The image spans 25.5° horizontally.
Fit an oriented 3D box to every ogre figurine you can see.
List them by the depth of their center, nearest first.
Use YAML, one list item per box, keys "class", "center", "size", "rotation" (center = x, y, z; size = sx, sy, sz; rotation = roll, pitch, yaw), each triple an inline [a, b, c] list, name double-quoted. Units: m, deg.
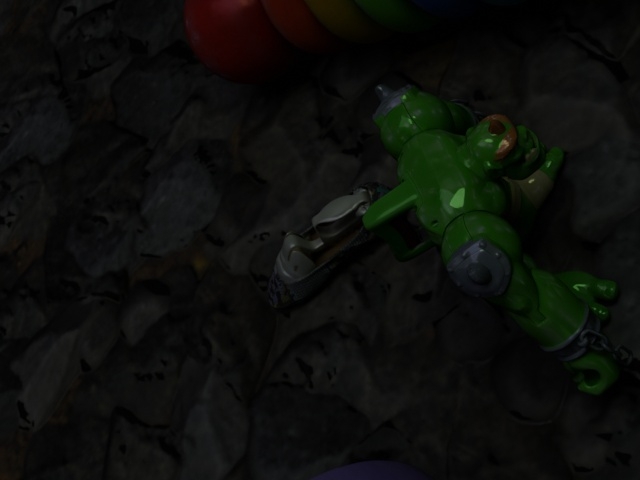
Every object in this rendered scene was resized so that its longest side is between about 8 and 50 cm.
- class: "ogre figurine"
  center: [0.088, -0.012, 0.753]
  size: [0.097, 0.118, 0.197]
  rotation: [-23, 57, 32]

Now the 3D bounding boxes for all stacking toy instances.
- class: "stacking toy"
  center: [0.038, -0.181, 0.873]
  size: [0.330, 0.141, 0.141]
  rotation: [-16, 61, 40]

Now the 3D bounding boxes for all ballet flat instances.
- class: "ballet flat"
  center: [0.000, 0.000, 0.879]
  size: [0.114, 0.041, 0.041]
  rotation: [-38, 50, 22]

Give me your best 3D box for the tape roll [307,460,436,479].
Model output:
- class: "tape roll"
  center: [0.021, 0.204, 0.660]
  size: [0.080, 0.189, 0.189]
  rotation: [32, 92, 45]
